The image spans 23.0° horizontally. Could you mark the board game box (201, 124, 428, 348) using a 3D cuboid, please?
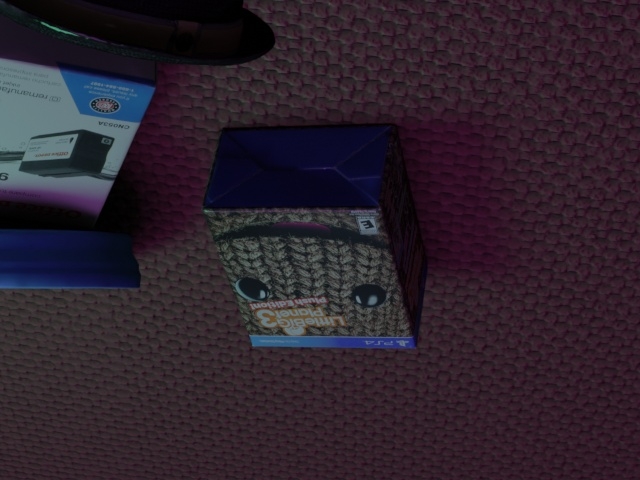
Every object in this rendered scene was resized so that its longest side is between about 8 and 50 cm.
[{"bbox_3d":[0.000,0.000,2.043,0.232,0.141,0.291,-1,141,15],"label":"board game box"}]

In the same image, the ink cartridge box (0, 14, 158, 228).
[{"bbox_3d":[-0.344,-0.158,1.904,0.223,0.129,0.307,8,144,-20],"label":"ink cartridge box"}]

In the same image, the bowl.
[{"bbox_3d":[-0.432,0.026,2.075,0.391,0.077,0.391,0,178,0],"label":"bowl"}]

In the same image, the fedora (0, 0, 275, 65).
[{"bbox_3d":[-0.194,-0.299,1.658,0.334,0.334,0.153,15,109,-5],"label":"fedora"}]
